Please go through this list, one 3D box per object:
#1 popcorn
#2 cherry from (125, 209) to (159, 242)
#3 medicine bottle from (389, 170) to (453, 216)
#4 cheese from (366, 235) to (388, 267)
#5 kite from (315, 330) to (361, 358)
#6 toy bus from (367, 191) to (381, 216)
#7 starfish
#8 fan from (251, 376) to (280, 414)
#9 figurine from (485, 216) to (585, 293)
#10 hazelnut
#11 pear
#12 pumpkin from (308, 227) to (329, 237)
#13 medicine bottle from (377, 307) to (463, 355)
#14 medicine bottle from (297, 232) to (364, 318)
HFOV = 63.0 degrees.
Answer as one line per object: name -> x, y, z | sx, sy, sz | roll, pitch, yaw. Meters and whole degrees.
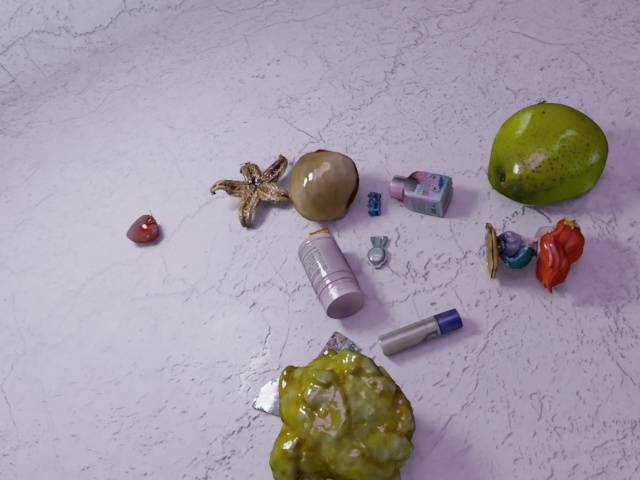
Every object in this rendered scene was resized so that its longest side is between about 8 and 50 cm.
popcorn -> 0.055, 0.433, 1.239 | 0.334, 0.293, 0.292 | -4, 23, 13
cherry -> -0.653, -0.042, 1.943 | 0.126, 0.087, 0.106 | -20, 55, 26
medicine bottle -> 0.329, -0.161, 1.719 | 0.188, 0.094, 0.119 | 16, 62, 26
cheese -> 0.181, 0.035, 1.662 | 0.067, 0.026, 0.120 | 0, 54, 16
kite -> 0.051, 0.327, 1.496 | 0.137, 0.005, 0.152 | -15, 51, 9
toy bus -> 0.183, -0.124, 1.773 | 0.046, 0.038, 0.083 | -2, 55, 10
starfish -> -0.246, -0.200, 1.925 | 0.312, 0.113, 0.303 | -20, 53, -9
fan -> -0.075, 0.431, 1.454 | 0.240, 0.009, 0.131 | -8, 52, 12
figurine -> 0.600, 0.035, 1.453 | 0.257, 0.181, 0.208 | -4, 13, 12
hazelnut -> 0.011, -0.181, 1.772 | 0.261, 0.241, 0.261 | -27, 23, 13
pear -> 0.663, -0.254, 1.600 | 0.342, 0.238, 0.318 | 28, 58, 32
pumpkin -> -0.002, -0.001, 1.741 | 0.073, 0.035, 0.101 | -22, 53, 4
medicine bottle -> 0.275, 0.253, 1.447 | 0.231, 0.059, 0.059 | -21, 51, 2
medicine bottle -> 0.030, 0.104, 1.590 | 0.133, 0.133, 0.249 | -26, 51, -3
